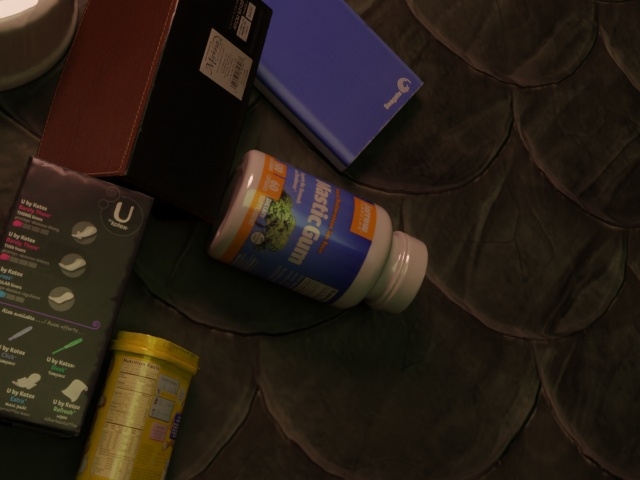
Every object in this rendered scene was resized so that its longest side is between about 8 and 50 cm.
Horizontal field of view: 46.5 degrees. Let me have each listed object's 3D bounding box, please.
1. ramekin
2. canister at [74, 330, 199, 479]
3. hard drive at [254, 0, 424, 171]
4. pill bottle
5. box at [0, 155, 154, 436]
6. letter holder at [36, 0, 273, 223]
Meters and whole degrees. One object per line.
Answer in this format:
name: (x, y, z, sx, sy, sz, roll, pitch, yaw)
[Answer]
ramekin: (-0.432, -0.331, 0.902, 0.277, 0.135, 0.277, 7, 73, -22)
canister: (-0.209, 0.203, 0.861, 0.074, 0.126, 0.169, 6, 71, 20)
hard drive: (-0.015, -0.285, 1.124, 0.319, 0.040, 0.210, 44, 63, -7)
pill bottle: (0.000, 0.000, 0.990, 0.272, 0.152, 0.152, 23, 68, -16)
box: (-0.301, 0.071, 0.830, 0.144, 0.165, 0.270, 19, 69, -17)
letter holder: (-0.219, -0.189, 0.958, 0.152, 0.215, 0.301, 29, 69, -48)
